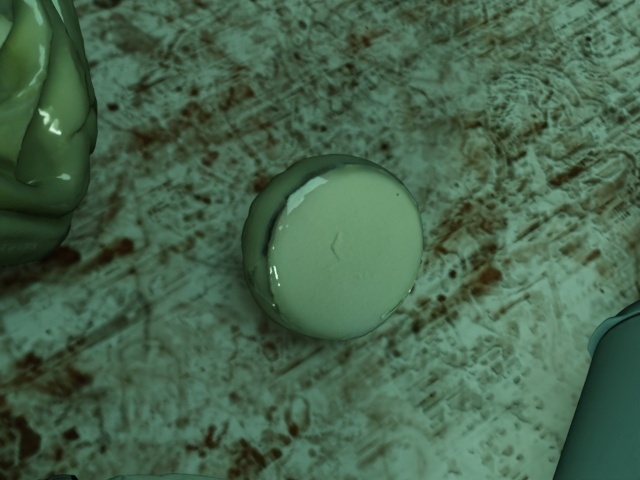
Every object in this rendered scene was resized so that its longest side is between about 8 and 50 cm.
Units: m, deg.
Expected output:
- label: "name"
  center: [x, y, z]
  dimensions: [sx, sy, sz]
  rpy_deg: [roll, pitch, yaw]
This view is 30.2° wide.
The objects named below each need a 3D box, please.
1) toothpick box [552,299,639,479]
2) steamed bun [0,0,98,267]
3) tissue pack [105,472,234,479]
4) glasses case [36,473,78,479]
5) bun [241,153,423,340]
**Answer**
- label: "toothpick box"
  center: [0.251, 0.224, 0.763]
  dimensions: [0.263, 0.263, 0.354]
  rpy_deg: [32, 59, -6]
- label: "steamed bun"
  center: [-0.300, -0.113, 0.720]
  dimensions: [0.324, 0.219, 0.309]
  rpy_deg: [-25, 76, -30]
- label: "tissue pack"
  center: [-0.101, 0.264, 0.672]
  dimensions: [0.159, 0.145, 0.229]
  rpy_deg: [26, 44, -62]
- label: "glasses case"
  center: [-0.198, 0.187, 0.640]
  dimensions: [0.042, 0.191, 0.072]
  rpy_deg: [21, 50, -47]
- label: "bun"
  center: [0.000, 0.000, 0.868]
  dimensions: [0.138, 0.094, 0.138]
  rpy_deg: [-7, 106, -25]
